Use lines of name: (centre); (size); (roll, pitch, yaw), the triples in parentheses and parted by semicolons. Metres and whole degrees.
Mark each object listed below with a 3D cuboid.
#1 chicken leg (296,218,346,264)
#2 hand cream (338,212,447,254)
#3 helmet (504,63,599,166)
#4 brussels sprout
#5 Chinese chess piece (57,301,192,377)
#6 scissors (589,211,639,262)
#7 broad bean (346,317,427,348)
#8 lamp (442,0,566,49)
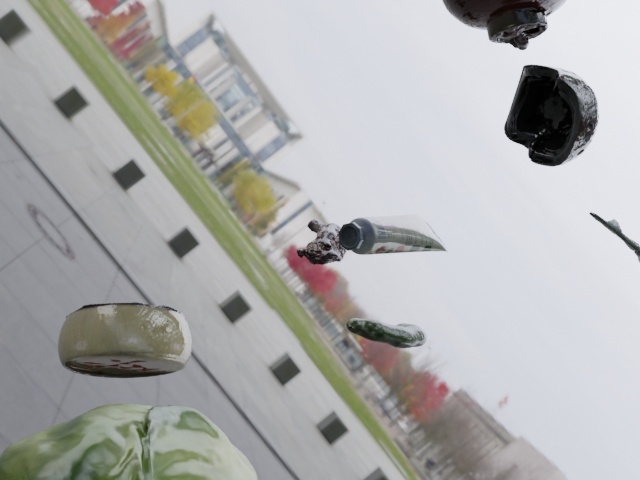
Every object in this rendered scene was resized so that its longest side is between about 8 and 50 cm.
chicken leg: (0.007, 0.000, 1.430); (0.205, 0.093, 0.053); (-60, 142, -72)
hand cream: (0.128, -0.011, 1.301); (0.276, 0.059, 0.095); (-2, 51, -52)
helmet: (0.395, -0.207, 1.252); (0.177, 0.107, 0.153); (54, -36, 41)
brussels sprout: (-0.184, 0.284, 0.710); (0.260, 0.227, 0.294); (62, 24, 7)
Chinese chess piece: (-0.372, 0.196, 1.464); (0.250, 0.249, 0.103); (60, 25, -67)
scissors: (0.512, 0.010, 1.234); (0.212, 0.021, 0.110); (36, 1, -16)
broad bean: (0.151, 0.196, 1.612); (0.144, 0.050, 0.292); (9, -3, 18)
lamp: (0.228, -0.366, 0.933); (0.180, 0.180, 0.258); (85, -4, -84)
